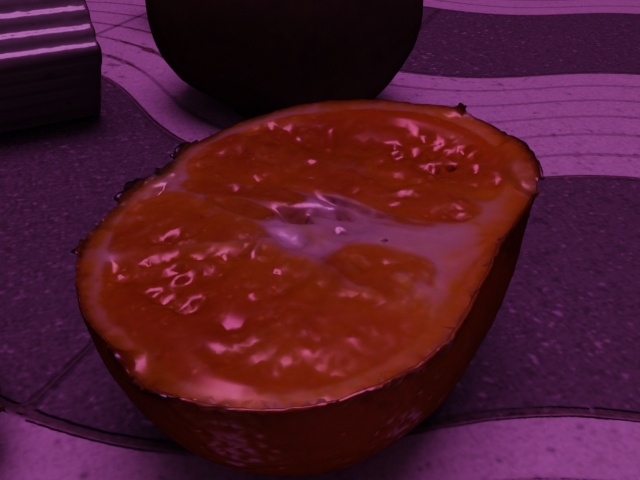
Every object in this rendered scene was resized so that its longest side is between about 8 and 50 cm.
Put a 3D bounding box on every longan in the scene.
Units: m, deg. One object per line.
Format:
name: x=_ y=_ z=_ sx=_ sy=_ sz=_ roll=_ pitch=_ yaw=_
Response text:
longan: x=-0.046 y=-0.317 z=0.883 sx=0.361 sy=0.360 sz=0.360 roll=2 pitch=34 yaw=-1

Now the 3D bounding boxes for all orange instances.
orange: x=0.004 y=0.002 z=0.457 sx=0.275 sy=0.274 sz=0.310 roll=12 pitch=70 yaw=15

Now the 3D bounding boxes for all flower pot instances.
flower pot: x=-0.396 y=-0.257 z=0.847 sx=0.190 sy=0.239 sz=0.209 roll=-19 pitch=7 yaw=-26

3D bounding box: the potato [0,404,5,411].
potato: x=-0.279 y=0.087 z=0.420 sx=0.176 sy=0.137 sz=0.137 roll=17 pitch=36 yaw=25
